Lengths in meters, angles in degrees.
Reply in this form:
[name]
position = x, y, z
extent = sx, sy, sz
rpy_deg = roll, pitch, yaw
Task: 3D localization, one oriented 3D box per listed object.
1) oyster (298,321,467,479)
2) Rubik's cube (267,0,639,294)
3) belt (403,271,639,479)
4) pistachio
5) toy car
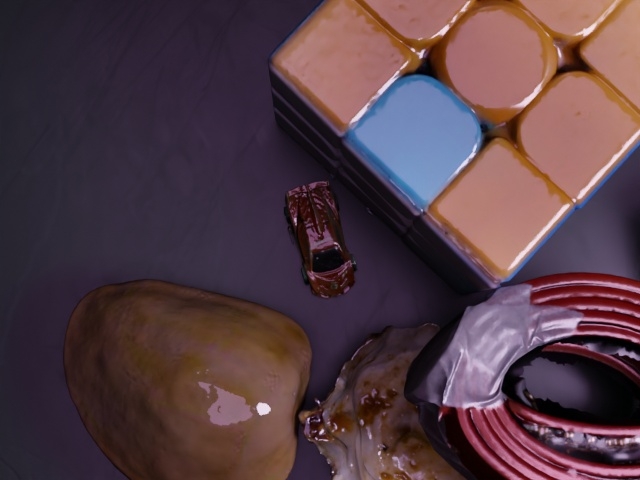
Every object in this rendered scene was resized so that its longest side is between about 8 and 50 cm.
[oyster]
position = 0.130, 0.241, 1.307
extent = 0.198, 0.133, 0.337
rpy_deg = -39, 93, -1
[Rubik's cube]
position = 0.147, -0.146, 1.254
extent = 0.291, 0.290, 0.291
rpy_deg = 43, 87, 2
[belt]
position = 0.240, 0.145, 1.226
extent = 0.324, 0.115, 0.227
rpy_deg = 13, 74, -9
[pistachio]
position = -0.139, 0.151, 1.299
extent = 0.261, 0.163, 0.212
rpy_deg = 16, 70, 11
[toy car]
position = 0.000, 0.000, 1.369
extent = 0.059, 0.035, 0.121
rpy_deg = -15, 85, -6
